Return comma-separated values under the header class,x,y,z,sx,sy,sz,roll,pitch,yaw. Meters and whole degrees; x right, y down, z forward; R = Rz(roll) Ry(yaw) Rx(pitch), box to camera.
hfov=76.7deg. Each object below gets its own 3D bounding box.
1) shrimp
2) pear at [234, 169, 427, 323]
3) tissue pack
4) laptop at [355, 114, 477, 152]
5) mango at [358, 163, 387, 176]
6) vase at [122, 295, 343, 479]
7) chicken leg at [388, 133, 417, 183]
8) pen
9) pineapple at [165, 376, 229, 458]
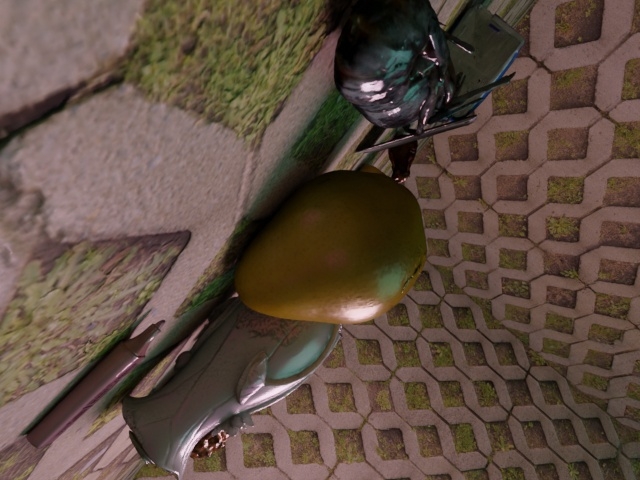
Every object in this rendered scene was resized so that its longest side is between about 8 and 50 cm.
class,x,y,z,sx,sy,sz,roll,pitch,yaw
shrimp,0.124,-0.188,0.492,0.137,0.172,0.372,-58,164,26
pear,0.016,0.012,0.714,0.335,0.285,0.285,-4,157,-17
tissue pack,0.335,-0.386,0.936,0.198,0.146,0.263,-52,174,20
laptop,0.227,-0.245,0.948,0.268,0.015,0.187,-12,-172,22
mango,0.123,-0.107,1.234,0.187,0.138,0.257,-36,167,-8
vase,-0.173,0.258,0.834,0.445,0.250,0.250,-37,170,-26
chicken leg,0.266,-0.270,1.336,0.407,0.095,0.158,-56,154,-69
pen,-0.277,0.176,0.519,0.197,0.032,0.053,-46,174,-14
pineapple,-0.246,0.371,1.055,0.357,0.223,0.223,-46,175,3
